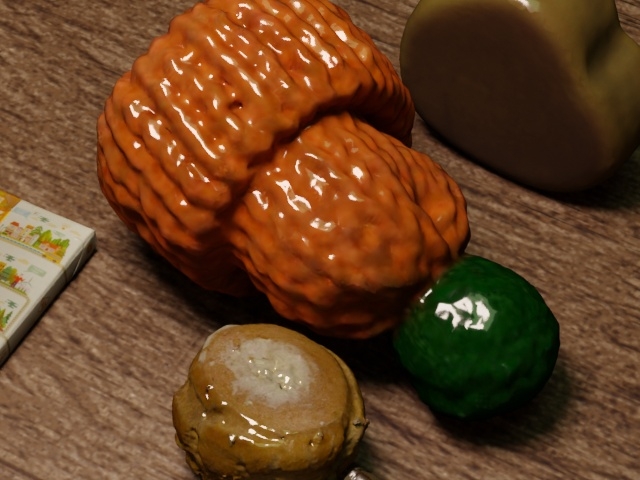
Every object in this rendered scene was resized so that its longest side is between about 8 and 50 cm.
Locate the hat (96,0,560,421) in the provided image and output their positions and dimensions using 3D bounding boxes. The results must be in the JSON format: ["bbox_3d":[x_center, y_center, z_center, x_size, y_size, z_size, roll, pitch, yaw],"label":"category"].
[{"bbox_3d":[0.000,0.000,1.568,0.285,0.285,0.400,-26,69,-21],"label":"hat"}]

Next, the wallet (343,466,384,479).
[{"bbox_3d":[0.108,0.244,1.434,0.198,0.110,0.031,37,90,27],"label":"wallet"}]

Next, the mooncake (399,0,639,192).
[{"bbox_3d":[0.181,-0.157,1.709,0.235,0.235,0.117,28,58,22],"label":"mooncake"}]

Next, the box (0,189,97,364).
[{"bbox_3d":[-0.302,0.050,1.641,0.122,0.032,0.220,22,54,18],"label":"box"}]

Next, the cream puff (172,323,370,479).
[{"bbox_3d":[-0.043,0.145,1.508,0.150,0.115,0.165,0,40,-10],"label":"cream puff"}]
